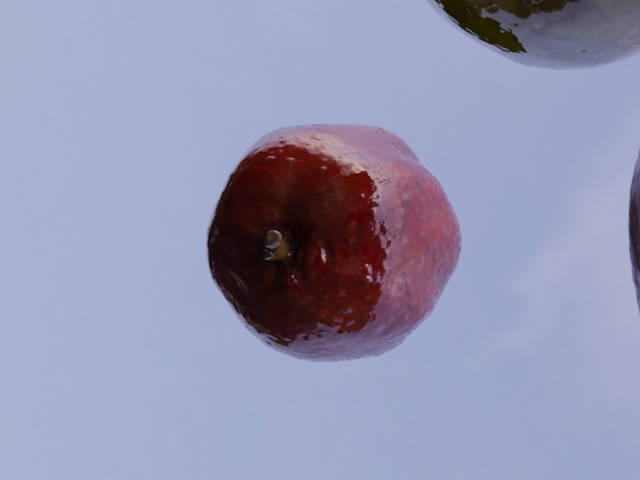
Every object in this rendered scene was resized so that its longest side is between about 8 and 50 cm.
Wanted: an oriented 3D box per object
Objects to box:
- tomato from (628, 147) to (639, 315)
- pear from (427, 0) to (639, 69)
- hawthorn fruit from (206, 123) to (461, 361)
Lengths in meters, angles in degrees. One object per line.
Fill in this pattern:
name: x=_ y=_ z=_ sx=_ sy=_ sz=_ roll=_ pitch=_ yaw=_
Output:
tomato: x=0.271 y=-0.011 z=0.792 sx=0.265 sy=0.265 sz=0.265 roll=-15 pitch=-108 yaw=55
pear: x=0.178 y=-0.257 z=1.073 sx=0.375 sy=0.287 sz=0.287 roll=162 pitch=-67 yaw=-78
hawthorn fruit: x=0.000 y=0.000 z=1.367 sx=0.205 sy=0.253 sz=0.205 roll=-1 pitch=-92 yaw=27
